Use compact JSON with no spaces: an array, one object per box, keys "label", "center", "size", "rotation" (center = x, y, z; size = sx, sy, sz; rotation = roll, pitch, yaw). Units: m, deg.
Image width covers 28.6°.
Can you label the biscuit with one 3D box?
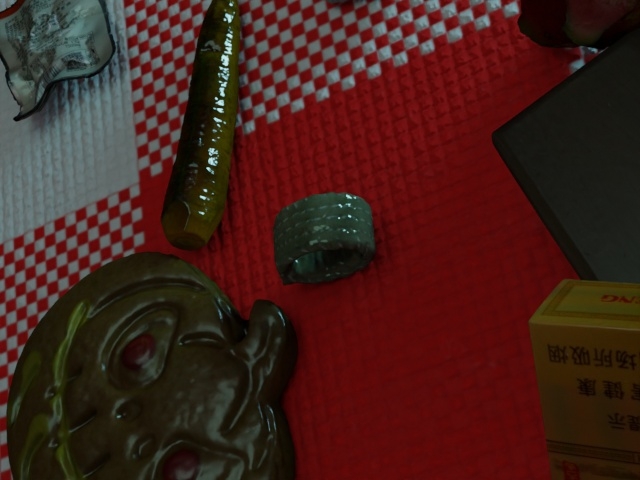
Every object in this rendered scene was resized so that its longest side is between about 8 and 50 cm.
[{"label":"biscuit","center":[-0.170,0.182,1.253],"size":[0.350,0.070,0.394],"rotation":[-42,54,9]}]

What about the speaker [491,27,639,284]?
[{"label":"speaker","center":[0.279,-0.027,1.017],"size":[0.192,0.153,0.231],"rotation":[-37,56,14]}]

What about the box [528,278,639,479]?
[{"label":"box","center":[0.258,0.167,0.894],"size":[0.174,0.076,0.274],"rotation":[3,116,33]}]

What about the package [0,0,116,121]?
[{"label":"package","center":[-0.333,-0.251,1.562],"size":[0.166,0.040,0.232],"rotation":[-35,48,11]}]

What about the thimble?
[{"label":"thimble","center":[0.000,0.000,1.219],"size":[0.110,0.084,0.062],"rotation":[-25,57,36]}]

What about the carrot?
[{"label":"carrot","center":[-0.121,-0.141,1.372],"size":[0.066,0.066,0.314],"rotation":[-7,63,29]}]

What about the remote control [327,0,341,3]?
[{"label":"remote control","center":[0.050,-0.401,1.380],"size":[0.103,0.051,0.293],"rotation":[-10,66,27]}]

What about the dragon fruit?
[{"label":"dragon fruit","center":[0.237,-0.265,1.078],"size":[0.198,0.269,0.200],"rotation":[4,98,-8]}]
